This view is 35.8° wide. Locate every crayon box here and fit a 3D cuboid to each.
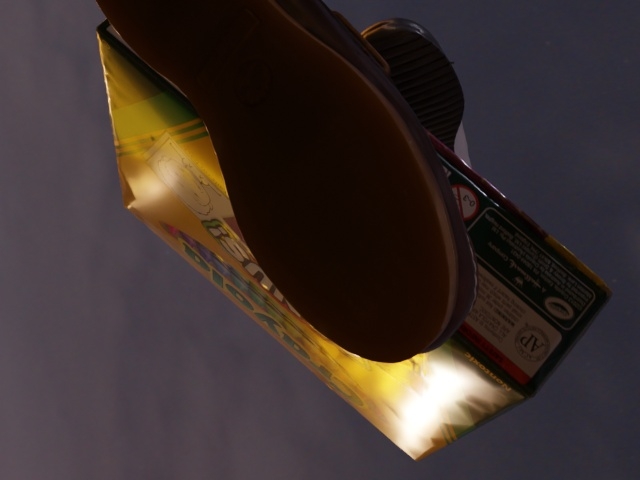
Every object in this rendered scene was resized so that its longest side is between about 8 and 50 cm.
[{"bbox_3d":[0.000,0.000,0.771,0.363,0.106,0.313,41,-21,8],"label":"crayon box"}]

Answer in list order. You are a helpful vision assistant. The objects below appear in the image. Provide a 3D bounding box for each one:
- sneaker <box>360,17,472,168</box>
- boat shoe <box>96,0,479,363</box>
[{"bbox_3d":[0.080,-0.132,0.987,0.330,0.123,0.146,63,15,-60],"label":"sneaker"},{"bbox_3d":[-0.006,-0.050,0.361,0.073,0.073,0.207,-41,-111,26],"label":"boat shoe"}]
